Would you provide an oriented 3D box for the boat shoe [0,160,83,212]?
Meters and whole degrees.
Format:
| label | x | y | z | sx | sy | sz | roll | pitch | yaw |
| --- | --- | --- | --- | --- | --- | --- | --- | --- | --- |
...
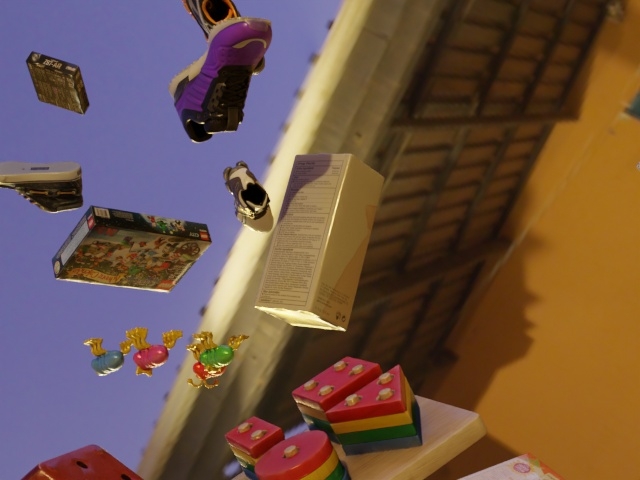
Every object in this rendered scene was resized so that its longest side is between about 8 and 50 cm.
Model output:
| label | x | y | z | sx | sy | sz | roll | pitch | yaw |
| --- | --- | --- | --- | --- | --- | --- | --- | --- | --- |
| boat shoe | -0.515 | -0.092 | 1.924 | 0.065 | 0.183 | 0.083 | -91 | 1 | -62 |

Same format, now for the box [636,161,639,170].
| label | x | y | z | sx | sy | sz | roll | pitch | yaw |
| --- | --- | --- | --- | --- | --- | --- | --- | --- | --- |
| box | 0.637 | -0.093 | 1.555 | 0.127 | 0.262 | 0.231 | 2 | -44 | -47 |

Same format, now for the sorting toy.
| label | x | y | z | sx | sy | sz | roll | pitch | yaw |
| --- | --- | --- | --- | --- | --- | --- | --- | --- | --- |
| sorting toy | 0.014 | 0.232 | 1.250 | 0.257 | 0.089 | 0.255 | -30 | 13 | -21 |

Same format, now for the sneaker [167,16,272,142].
| label | x | y | z | sx | sy | sz | roll | pitch | yaw |
| --- | --- | --- | --- | --- | --- | --- | --- | --- | --- |
| sneaker | -0.156 | -0.259 | 1.830 | 0.102 | 0.146 | 0.293 | -1 | -22 | -33 |

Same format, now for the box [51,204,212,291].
| label | x | y | z | sx | sy | sz | roll | pitch | yaw |
| --- | --- | --- | --- | --- | --- | --- | --- | --- | --- |
| box | -0.330 | 0.019 | 1.894 | 0.233 | 0.044 | 0.159 | 9 | -43 | -38 |

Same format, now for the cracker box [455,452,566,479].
| label | x | y | z | sx | sy | sz | roll | pitch | yaw |
| --- | --- | --- | --- | --- | --- | --- | --- | --- | --- |
| cracker box | 0.338 | 0.474 | 1.921 | 0.232 | 0.156 | 0.067 | -10 | -61 | -33 |

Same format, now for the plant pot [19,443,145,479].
| label | x | y | z | sx | sy | sz | roll | pitch | yaw |
| --- | --- | --- | --- | --- | --- | --- | --- | --- | --- |
| plant pot | -0.390 | 0.482 | 1.719 | 0.236 | 0.267 | 0.267 | -61 | -16 | 10 |

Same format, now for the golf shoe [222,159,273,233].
| label | x | y | z | sx | sy | sz | roll | pitch | yaw |
| --- | --- | --- | --- | --- | --- | --- | --- | --- | --- |
| golf shoe | -0.142 | -0.073 | 2.281 | 0.077 | 0.094 | 0.198 | -37 | -47 | -8 |

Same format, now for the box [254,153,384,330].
| label | x | y | z | sx | sy | sz | roll | pitch | yaw |
| --- | --- | --- | --- | --- | --- | --- | --- | --- | --- |
| box | 0.000 | 0.000 | 2.018 | 0.121 | 0.148 | 0.311 | 31 | -110 | -46 |

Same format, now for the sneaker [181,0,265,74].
| label | x | y | z | sx | sy | sz | roll | pitch | yaw |
| --- | --- | --- | --- | --- | --- | --- | --- | --- | --- |
| sneaker | -0.170 | -0.383 | 1.960 | 0.084 | 0.083 | 0.215 | -50 | -58 | -12 |

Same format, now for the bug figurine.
| label | x | y | z | sx | sy | sz | roll | pitch | yaw |
| --- | --- | --- | --- | --- | --- | --- | --- | --- | --- |
| bug figurine | -0.256 | 0.204 | 1.850 | 0.279 | 0.072 | 0.216 | 6 | -18 | -28 |

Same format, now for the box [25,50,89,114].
| label | x | y | z | sx | sy | sz | roll | pitch | yaw |
| --- | --- | --- | --- | --- | --- | --- | --- | --- | --- |
| box | -0.334 | -0.200 | 1.373 | 0.083 | 0.067 | 0.018 | 91 | -161 | -60 |
